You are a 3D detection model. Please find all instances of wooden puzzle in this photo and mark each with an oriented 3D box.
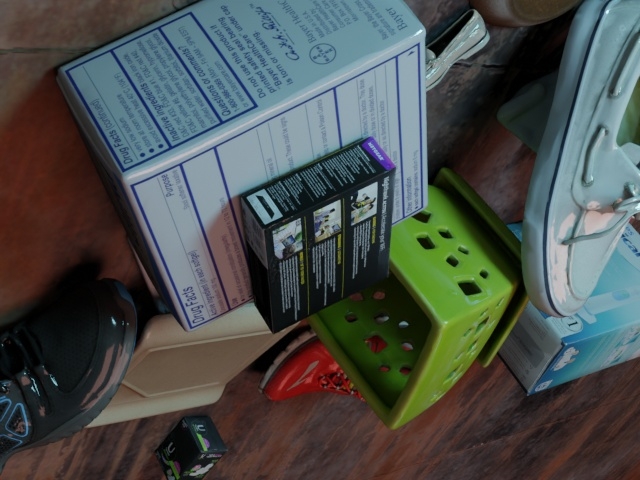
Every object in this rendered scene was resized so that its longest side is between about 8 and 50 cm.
[{"bbox_3d":[-0.164,0.143,1.261,0.220,0.044,0.239,-5,149,-39],"label":"wooden puzzle"}]

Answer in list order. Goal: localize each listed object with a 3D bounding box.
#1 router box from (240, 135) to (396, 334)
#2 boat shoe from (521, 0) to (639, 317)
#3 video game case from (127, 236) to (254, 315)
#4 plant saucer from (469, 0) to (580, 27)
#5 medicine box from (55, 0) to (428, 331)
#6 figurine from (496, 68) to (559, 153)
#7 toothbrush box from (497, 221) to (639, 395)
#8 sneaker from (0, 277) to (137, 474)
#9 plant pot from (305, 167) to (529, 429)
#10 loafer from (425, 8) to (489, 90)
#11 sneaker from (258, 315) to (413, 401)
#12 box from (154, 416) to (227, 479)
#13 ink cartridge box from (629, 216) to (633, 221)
[{"bbox_3d":[0.000,0.000,0.953,0.133,0.046,0.179,-25,149,-16],"label":"router box"},{"bbox_3d":[0.335,-0.078,1.140,0.135,0.156,0.367,1,103,-47],"label":"boat shoe"},{"bbox_3d":[-0.108,0.018,1.188,0.193,0.023,0.212,-27,149,-12],"label":"video game case"},{"bbox_3d":[0.246,-0.295,1.081,0.198,0.036,0.199,-24,148,-16],"label":"plant saucer"},{"bbox_3d":[-0.056,-0.090,0.966,0.289,0.149,0.263,-27,149,-11],"label":"medicine box"},{"bbox_3d":[0.341,-0.186,1.287,0.209,0.092,0.215,-51,145,12],"label":"figurine"},{"bbox_3d":[0.374,0.078,1.543,0.295,0.216,0.126,-13,144,-33],"label":"toothbrush box"},{"bbox_3d":[-0.333,0.160,1.075,0.341,0.125,0.139,-43,144,9],"label":"sneaker"},{"bbox_3d":[0.128,0.058,1.283,0.207,0.227,0.228,-20,147,-32],"label":"plant pot"},{"bbox_3d":[0.122,-0.198,1.097,0.125,0.045,0.039,-37,133,-8],"label":"loafer"},{"bbox_3d":[0.046,0.182,1.468,0.279,0.118,0.107,-12,142,-33],"label":"sneaker"},{"bbox_3d":[-0.183,0.298,1.465,0.052,0.062,0.083,10,128,-48],"label":"box"},{"bbox_3d":[0.418,-0.107,1.401,0.072,0.127,0.175,39,109,-18],"label":"ink cartridge box"}]
